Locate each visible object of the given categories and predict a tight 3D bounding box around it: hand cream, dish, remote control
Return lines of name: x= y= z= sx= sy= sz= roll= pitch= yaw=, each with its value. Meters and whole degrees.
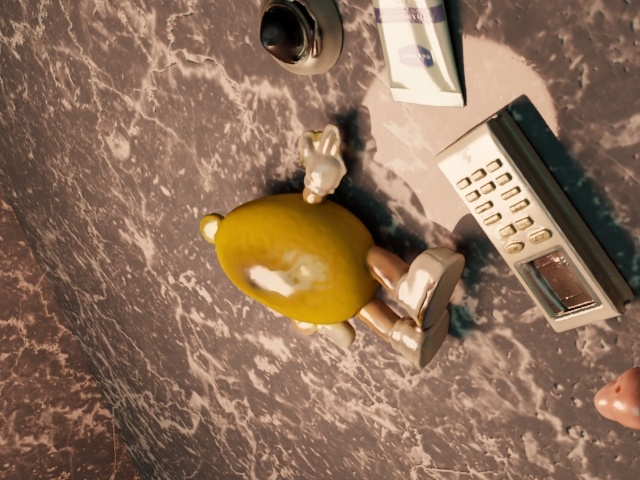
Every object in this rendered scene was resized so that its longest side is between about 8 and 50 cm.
hand cream: x=0.099 y=-0.304 z=0.845 sx=0.109 sy=0.067 sz=0.321 roll=14 pitch=136 yaw=39
dish: x=-0.047 y=-0.281 z=0.983 sx=0.141 sy=0.078 sz=0.141 roll=27 pitch=136 yaw=30
remote control: x=0.258 y=-0.017 z=0.888 sx=0.277 sy=0.055 sz=0.103 roll=55 pitch=144 yaw=-2

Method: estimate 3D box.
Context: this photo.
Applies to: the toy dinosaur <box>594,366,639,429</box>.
toy dinosaur: x=0.393 y=0.115 z=0.750 sx=0.194 sy=0.177 sz=0.152 roll=-8 pitch=114 yaw=48

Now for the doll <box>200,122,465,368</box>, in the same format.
doll: x=0.022 y=0.030 z=1.108 sx=0.423 sy=0.161 sz=0.348 roll=46 pitch=130 yaw=7
